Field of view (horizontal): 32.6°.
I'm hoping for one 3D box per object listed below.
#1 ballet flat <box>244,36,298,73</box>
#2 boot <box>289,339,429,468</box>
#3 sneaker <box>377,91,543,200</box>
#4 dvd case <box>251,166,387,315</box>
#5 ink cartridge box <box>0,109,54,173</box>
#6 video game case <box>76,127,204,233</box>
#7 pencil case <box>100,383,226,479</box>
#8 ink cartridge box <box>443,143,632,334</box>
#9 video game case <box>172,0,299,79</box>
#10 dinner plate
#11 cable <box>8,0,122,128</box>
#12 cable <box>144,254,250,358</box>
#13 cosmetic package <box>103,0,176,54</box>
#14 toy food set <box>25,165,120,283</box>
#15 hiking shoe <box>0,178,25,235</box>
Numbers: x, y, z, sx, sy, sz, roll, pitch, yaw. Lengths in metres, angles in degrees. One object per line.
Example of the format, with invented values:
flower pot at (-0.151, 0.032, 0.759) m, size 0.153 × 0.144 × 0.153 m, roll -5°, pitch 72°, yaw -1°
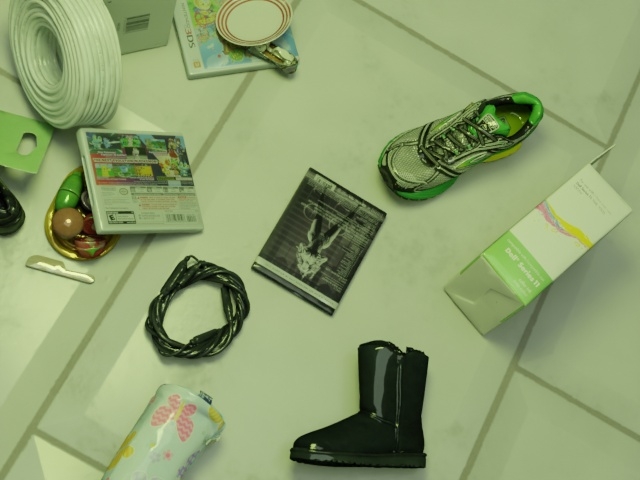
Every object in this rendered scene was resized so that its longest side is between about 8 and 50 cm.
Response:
ballet flat at (-0.089, -0.345, 1.981) m, size 0.114 × 0.041 × 0.041 m, roll 31°, pitch 67°, yaw -2°
boot at (0.066, 0.270, 1.808) m, size 0.246 × 0.094 × 0.207 m, roll 6°, pitch 74°, yaw -20°
sneaker at (0.253, -0.189, 1.986) m, size 0.343 × 0.146 × 0.134 m, roll -28°, pitch 81°, yaw -20°
dvd case at (0.000, 0.000, 1.926) m, size 0.164 × 0.018 × 0.221 m, roll 31°, pitch 66°, yaw -4°
ink cartridge box at (-0.561, -0.198, 1.784) m, size 0.235 × 0.056 × 0.171 m, roll 12°, pitch 34°, yaw -9°
video game case at (-0.301, -0.099, 1.838) m, size 0.201 × 0.023 × 0.183 m, roll -2°, pitch 71°, yaw -40°
pencil case at (-0.260, 0.355, 1.689) m, size 0.124 × 0.113 × 0.273 m, roll 41°, pitch 65°, yaw -20°
ink cartridge box at (0.404, -0.003, 1.928) m, size 0.353 × 0.207 × 0.119 m, roll -38°, pitch 83°, yaw -22°
video game case at (-0.163, -0.400, 2.016) m, size 0.212 × 0.023 × 0.193 m, roll -11°, pitch 75°, yaw -18°
dinner plate at (-0.120, -0.401, 1.985) m, size 0.141 × 0.017 × 0.141 m, roll -3°, pitch 55°, yaw 5°
cable at (-0.418, -0.309, 1.789) m, size 0.089 × 0.257 × 0.257 m, roll -19°, pitch 64°, yaw -38°
cable at (-0.205, 0.123, 1.822) m, size 0.150 × 0.047 × 0.184 m, roll 33°, pitch 64°, yaw -7°
cosmetic package at (-0.346, -0.472, 1.884) m, size 0.138 × 0.224 × 0.224 m, roll -16°, pitch 77°, yaw -18°
toy food set at (-0.388, -0.041, 1.810) m, size 0.128 × 0.071 × 0.218 m, roll 23°, pitch 68°, yaw -6°
hiking shoe at (-0.570, -0.107, 1.762) m, size 0.227 × 0.114 × 0.086 m, roll 36°, pitch 66°, yaw -1°
